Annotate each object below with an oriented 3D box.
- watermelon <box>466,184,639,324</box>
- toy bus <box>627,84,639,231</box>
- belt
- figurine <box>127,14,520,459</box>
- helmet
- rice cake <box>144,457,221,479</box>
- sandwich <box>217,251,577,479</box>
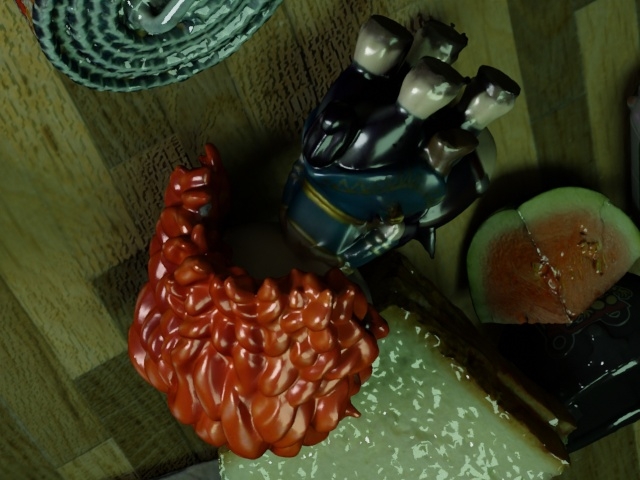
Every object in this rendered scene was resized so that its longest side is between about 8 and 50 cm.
[{"bbox_3d":[0.222,0.003,1.867,0.193,0.137,0.145,-27,109,9],"label":"watermelon"},{"bbox_3d":[0.403,-0.080,1.858,0.179,0.143,0.305,-25,148,-7],"label":"toy bus"},{"bbox_3d":[-0.091,-0.235,1.233,0.207,0.160,0.295,15,125,-48],"label":"belt"},{"bbox_3d":[0.007,-0.007,1.588,0.412,0.241,0.306,-50,171,-6],"label":"figurine"},{"bbox_3d":[0.288,0.123,2.008,0.230,0.160,0.279,-29,162,-5],"label":"helmet"},{"bbox_3d":[-0.216,0.289,1.891,0.399,0.064,0.070,-12,151,-28],"label":"rice cake"},{"bbox_3d":[0.056,0.209,1.849,0.262,0.131,0.325,41,108,-13],"label":"sandwich"}]
